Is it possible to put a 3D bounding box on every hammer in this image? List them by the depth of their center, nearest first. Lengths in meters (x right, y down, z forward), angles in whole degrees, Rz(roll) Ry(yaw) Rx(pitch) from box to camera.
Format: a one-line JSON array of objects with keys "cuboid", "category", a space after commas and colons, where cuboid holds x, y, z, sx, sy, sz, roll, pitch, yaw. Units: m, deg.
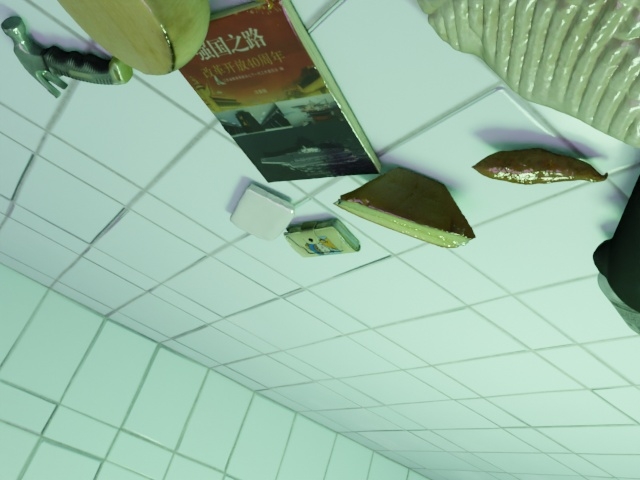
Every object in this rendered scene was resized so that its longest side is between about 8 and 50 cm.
[{"cuboid": [-0.447, -0.320, 1.055, 0.226, 0.041, 0.159, 11, 149, 13], "category": "hammer"}]

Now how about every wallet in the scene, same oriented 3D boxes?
[{"cuboid": [-0.131, -0.059, 1.312, 0.124, 0.032, 0.183, 25, 151, -10], "category": "wallet"}, {"cuboid": [0.000, 0.000, 1.323, 0.155, 0.039, 0.110, -8, 142, 37], "category": "wallet"}]

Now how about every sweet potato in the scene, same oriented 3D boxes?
[{"cuboid": [0.346, -0.116, 0.921, 0.205, 0.060, 0.068, 8, -174, 16], "category": "sweet potato"}]

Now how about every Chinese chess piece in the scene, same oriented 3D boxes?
[{"cuboid": [-0.268, -0.345, 0.791, 0.250, 0.097, 0.251, 31, 162, 11], "category": "Chinese chess piece"}]

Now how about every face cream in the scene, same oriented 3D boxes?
[{"cuboid": [0.596, 0.099, 1.089, 0.291, 0.071, 0.144, 41, 167, -30], "category": "face cream"}]

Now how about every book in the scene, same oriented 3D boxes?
[{"cuboid": [-0.079, -0.232, 1.003, 0.262, 0.028, 0.374, 0, 145, 33], "category": "book"}]

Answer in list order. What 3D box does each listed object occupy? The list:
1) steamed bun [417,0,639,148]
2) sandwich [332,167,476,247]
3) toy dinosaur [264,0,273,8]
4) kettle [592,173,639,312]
[{"cuboid": [0.258, -0.281, 0.504, 0.367, 0.255, 0.342, 41, 175, 19], "category": "steamed bun"}, {"cuboid": [0.159, -0.063, 1.076, 0.258, 0.096, 0.094, 20, 157, -5], "category": "sandwich"}, {"cuboid": [-0.120, -0.385, 0.744, 0.142, 0.057, 0.212, -3, 143, 31], "category": "toy dinosaur"}, {"cuboid": [0.566, -0.028, 0.824, 0.262, 0.203, 0.308, -12, 148, 3], "category": "kettle"}]
